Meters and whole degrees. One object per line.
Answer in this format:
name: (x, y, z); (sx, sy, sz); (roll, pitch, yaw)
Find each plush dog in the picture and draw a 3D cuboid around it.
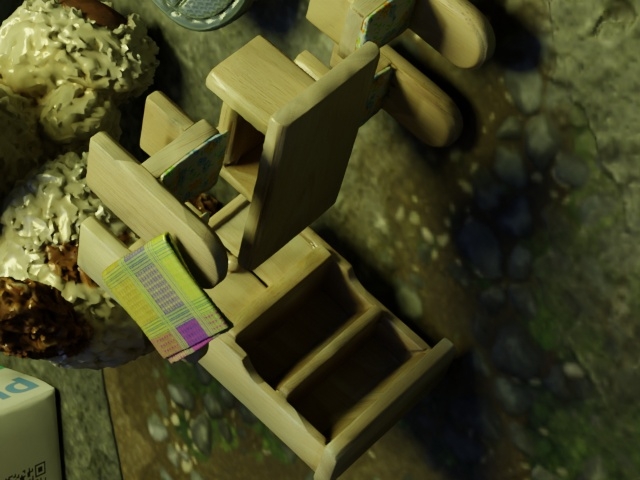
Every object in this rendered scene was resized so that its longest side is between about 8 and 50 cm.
plush dog: (-0.184, -0.008, 1.124); (0.225, 0.262, 0.211); (43, 127, 16)

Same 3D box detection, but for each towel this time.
towel: (-0.077, 0.029, 0.875); (0.060, 0.009, 0.083); (53, 149, -3)

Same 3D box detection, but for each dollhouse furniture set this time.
dollhouse furniture set: (0.000, 0.000, 0.967); (0.161, 0.212, 0.242); (41, 150, 15)

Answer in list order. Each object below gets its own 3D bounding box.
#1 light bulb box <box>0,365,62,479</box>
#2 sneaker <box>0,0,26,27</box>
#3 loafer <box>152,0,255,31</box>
light bulb box: (-0.397, 0.301, 1.393); (0.225, 0.358, 0.361); (15, 114, 41)
sneaker: (-0.243, -0.158, 1.266); (0.163, 0.086, 0.226); (41, 140, 41)
loafer: (-0.100, -0.255, 1.090); (0.096, 0.084, 0.268); (-26, 88, 18)
